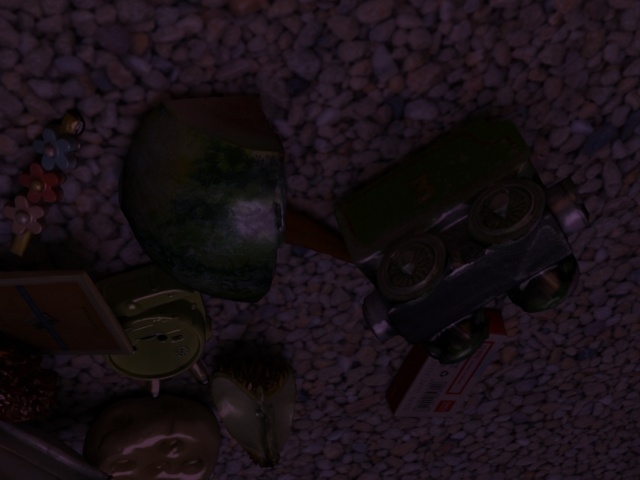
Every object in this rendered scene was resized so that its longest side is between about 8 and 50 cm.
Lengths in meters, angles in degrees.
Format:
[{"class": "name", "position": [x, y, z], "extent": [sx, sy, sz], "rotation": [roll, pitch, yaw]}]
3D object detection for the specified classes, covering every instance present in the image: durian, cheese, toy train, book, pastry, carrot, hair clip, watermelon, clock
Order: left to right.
[{"class": "pastry", "position": [-0.453, 0.179, 1.246], "extent": [0.208, 0.115, 0.097], "rotation": [23, 140, -18]}, {"class": "book", "position": [-0.386, 0.099, 1.241], "extent": [0.242, 0.018, 0.170], "rotation": [-3, 137, 16]}, {"class": "hair clip", "position": [-0.338, -0.063, 1.138], "extent": [0.062, 0.056, 0.214], "rotation": [31, 124, 1]}, {"class": "cheese", "position": [-0.269, 0.332, 1.489], "extent": [0.235, 0.117, 0.218], "rotation": [-42, 127, 18]}, {"class": "clock", "position": [-0.235, 0.138, 1.346], "extent": [0.170, 0.069, 0.232], "rotation": [-18, 135, 1]}, {"class": "watermelon", "position": [-0.131, -0.026, 1.184], "extent": [0.224, 0.180, 0.305], "rotation": [29, 137, 16]}, {"class": "durian", "position": [-0.100, 0.261, 1.459], "extent": [0.144, 0.139, 0.252], "rotation": [-1, 133, -10]}, {"class": "carrot", "position": [0.000, 0.000, 1.310], "extent": [0.216, 0.048, 0.048], "rotation": [23, 123, -39]}, {"class": "toy train", "position": [0.180, -0.004, 1.211], "extent": [0.307, 0.249, 0.173], "rotation": [-31, 131, 12]}]

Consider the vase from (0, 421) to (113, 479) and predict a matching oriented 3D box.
[{"class": "vase", "position": [-0.530, 0.322, 1.288], "extent": [0.445, 0.250, 0.250], "rotation": [33, 118, -22]}]

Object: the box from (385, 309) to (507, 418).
[{"class": "box", "position": [0.207, 0.205, 1.559], "extent": [0.123, 0.050, 0.229], "rotation": [5, 130, -23]}]
